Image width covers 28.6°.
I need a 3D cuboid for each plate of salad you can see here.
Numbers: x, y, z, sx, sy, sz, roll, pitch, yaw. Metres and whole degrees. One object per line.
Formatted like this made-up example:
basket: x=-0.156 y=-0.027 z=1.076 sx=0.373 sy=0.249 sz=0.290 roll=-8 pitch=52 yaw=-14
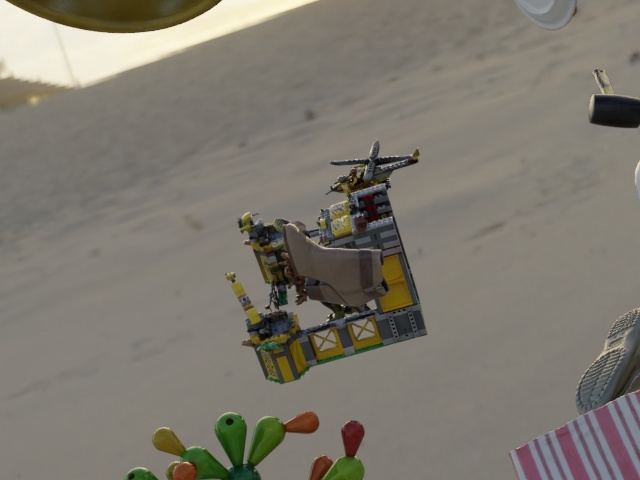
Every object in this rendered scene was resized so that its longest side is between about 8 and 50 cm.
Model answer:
plate of salad: x=0.321 y=-0.405 z=1.838 sx=0.048 sy=0.200 sz=0.200 roll=-25 pitch=7 yaw=-17

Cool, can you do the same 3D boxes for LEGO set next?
LEGO set: x=0.000 y=0.000 z=1.541 sx=0.255 sy=0.192 sz=0.331 roll=-12 pitch=30 yaw=13

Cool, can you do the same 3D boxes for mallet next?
mallet: x=0.368 y=-0.182 z=1.567 sx=0.062 sy=0.039 sz=0.189 roll=9 pitch=24 yaw=9

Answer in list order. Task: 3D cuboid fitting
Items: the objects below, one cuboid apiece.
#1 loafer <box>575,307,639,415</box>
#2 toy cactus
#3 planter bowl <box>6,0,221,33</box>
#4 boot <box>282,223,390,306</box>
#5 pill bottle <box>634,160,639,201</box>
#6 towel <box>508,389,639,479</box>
loafer: x=0.493 y=0.210 z=2.020 sx=0.094 sy=0.087 sz=0.251 roll=-32 pitch=13 yaw=50
toy cactus: x=-0.062 y=0.242 z=1.116 sx=0.219 sy=0.180 sz=0.112 roll=-8 pitch=11 yaw=-5
planter bowl: x=-0.141 y=-0.241 z=0.797 sx=0.217 sy=0.217 sz=0.090 roll=-15 pitch=48 yaw=29
boot: x=0.019 y=0.021 z=1.255 sx=0.087 sy=0.118 sz=0.042 roll=-8 pitch=47 yaw=16
pill bottle: x=0.601 y=-0.137 z=1.769 sx=0.176 sy=0.176 sz=0.318 roll=-21 pitch=-18 yaw=-32
towel: x=0.328 y=0.269 z=1.443 sx=0.197 sy=0.144 sz=0.029 roll=-29 pitch=-31 yaw=16
